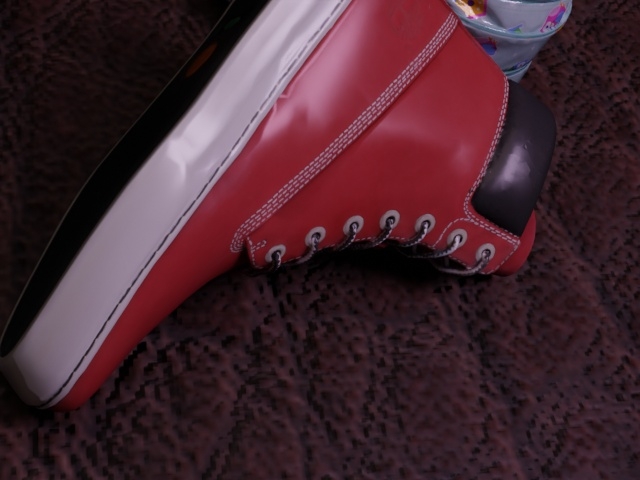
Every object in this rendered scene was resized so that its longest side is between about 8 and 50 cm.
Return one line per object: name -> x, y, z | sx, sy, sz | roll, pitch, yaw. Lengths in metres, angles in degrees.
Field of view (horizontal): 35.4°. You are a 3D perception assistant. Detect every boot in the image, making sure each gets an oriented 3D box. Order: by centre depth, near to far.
boot -> 0.000, 0.000, 0.418 | 0.176, 0.088, 0.244 | 43, 73, -22

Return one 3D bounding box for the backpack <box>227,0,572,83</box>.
backpack -> 0.042, -0.151, 0.517 | 0.152, 0.115, 0.182 | -32, 71, -35
